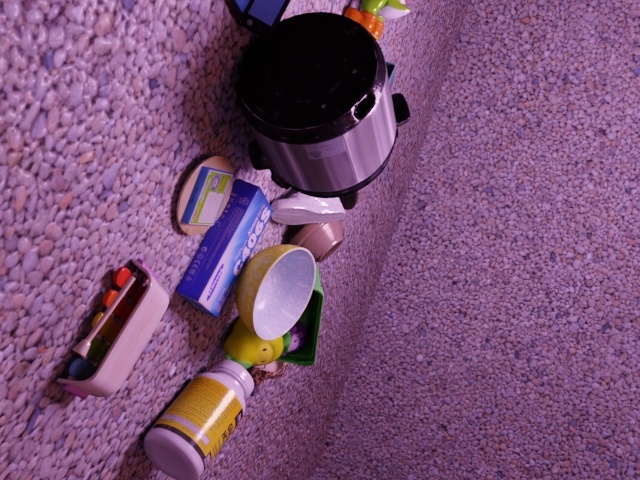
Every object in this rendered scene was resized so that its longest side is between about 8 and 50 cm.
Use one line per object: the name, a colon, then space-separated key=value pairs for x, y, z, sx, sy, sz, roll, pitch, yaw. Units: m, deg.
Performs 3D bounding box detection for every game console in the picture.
game console: x=-0.133 y=-0.551 z=1.522 sx=0.144 sy=0.124 sz=0.085 roll=-64 pitch=-171 yaw=-13

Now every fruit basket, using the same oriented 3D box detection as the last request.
fruit basket: x=-0.144 y=0.283 z=2.193 sx=0.392 sy=0.282 sz=0.392 roll=9 pitch=90 yaw=-86

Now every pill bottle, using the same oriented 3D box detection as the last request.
pill bottle: x=-0.334 y=0.504 z=1.943 sx=0.334 sy=0.187 sz=0.188 roll=-51 pitch=155 yaw=-45

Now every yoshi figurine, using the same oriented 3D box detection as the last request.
yoshi figurine: x=0.192 y=-0.832 z=2.115 sx=0.203 sy=0.203 sz=0.362 roll=25 pitch=103 yaw=-33

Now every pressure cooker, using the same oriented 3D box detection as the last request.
pressure cooker: x=0.002 y=-0.310 z=1.725 sx=0.376 sy=0.369 sz=0.420 roll=-60 pitch=157 yaw=-15

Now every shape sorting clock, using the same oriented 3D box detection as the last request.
shape sorting clock: x=-0.281 y=-0.110 z=1.648 sx=0.206 sy=0.040 sz=0.206 roll=-55 pitch=160 yaw=-31

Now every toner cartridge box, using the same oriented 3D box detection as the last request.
toner cartridge box: x=-0.251 y=0.023 z=1.833 sx=0.348 sy=0.075 sz=0.165 roll=-64 pitch=161 yaw=-15

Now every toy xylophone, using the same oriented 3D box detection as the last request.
toy xylophone: x=-0.437 y=0.183 z=1.446 sx=0.323 sy=0.081 sz=0.236 roll=-60 pitch=160 yaw=-28

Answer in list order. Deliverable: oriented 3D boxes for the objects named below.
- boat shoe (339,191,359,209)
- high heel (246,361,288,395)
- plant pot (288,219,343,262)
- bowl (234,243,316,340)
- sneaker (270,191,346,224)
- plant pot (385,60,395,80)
boat shoe: x=0.109 y=-0.257 z=2.523 sx=0.324 sy=0.122 sz=0.120 roll=93 pitch=22 yaw=-47
high heel: x=-0.179 y=0.440 z=2.484 sx=0.261 sy=0.093 sz=0.186 roll=-47 pitch=160 yaw=-31
plant pot: x=0.000 y=0.000 z=2.356 sx=0.237 sy=0.110 sz=0.237 roll=-41 pitch=169 yaw=-9
bowl: x=-0.160 y=0.130 z=1.976 sx=0.289 sy=0.156 sz=0.290 roll=-38 pitch=140 yaw=-41
sneaker: x=-0.061 y=-0.146 z=2.191 sx=0.292 sy=0.169 sz=0.108 roll=0 pitch=155 yaw=-43
plant pot: x=0.152 y=-0.508 z=2.313 sx=0.234 sy=0.165 sz=0.166 roll=48 pitch=64 yaw=-80
